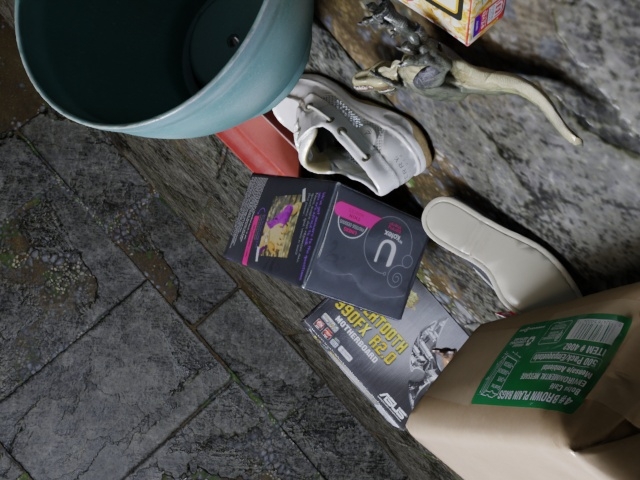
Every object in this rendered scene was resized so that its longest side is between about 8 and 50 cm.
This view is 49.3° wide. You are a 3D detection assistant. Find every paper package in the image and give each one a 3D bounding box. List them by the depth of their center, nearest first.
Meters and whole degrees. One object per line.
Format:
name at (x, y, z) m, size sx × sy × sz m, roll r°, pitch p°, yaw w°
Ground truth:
paper package at (0.284, 0.205, 0.645) m, size 0.309 × 0.168 × 0.325 m, roll 38°, pitch 162°, yaw -4°

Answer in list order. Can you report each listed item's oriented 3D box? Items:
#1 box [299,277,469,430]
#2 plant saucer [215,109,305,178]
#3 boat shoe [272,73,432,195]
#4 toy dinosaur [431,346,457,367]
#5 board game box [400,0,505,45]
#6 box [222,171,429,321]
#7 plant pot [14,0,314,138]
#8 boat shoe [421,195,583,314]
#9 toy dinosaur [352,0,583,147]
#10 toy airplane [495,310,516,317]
box at (0.111, 0.152, 1.104) m, size 0.231 × 0.183 × 0.056 m, roll 49°, pitch 166°, yaw -1°
plant saucer at (-0.107, -0.185, 1.135) m, size 0.258 × 0.048 × 0.259 m, roll 45°, pitch 166°, yaw 11°
boat shoe at (0.008, -0.129, 0.853) m, size 0.277 × 0.096 × 0.098 m, roll 32°, pitch 158°, yaw 48°
toy dinosaur at (0.237, 0.251, 0.928) m, size 0.296 × 0.127 × 0.200 m, roll -158°, pitch 62°, yaw -63°
board game box at (0.068, -0.249, 0.483) m, size 0.147 × 0.045 × 0.193 m, roll 42°, pitch 164°, yaw 23°
box at (0.000, 0.000, 0.986) m, size 0.165 × 0.143 × 0.270 m, roll 21°, pitch 177°, yaw -30°
plant pot at (-0.126, -0.229, 0.705) m, size 0.293 × 0.293 × 0.196 m, roll 42°, pitch -170°, yaw 23°
boat shoe at (0.207, 0.020, 0.772) m, size 0.206 × 0.075 × 0.065 m, roll 40°, pitch -162°, yaw 20°
toy dinosaur at (0.097, -0.149, 0.596) m, size 0.118 × 0.064 × 0.268 m, roll 31°, pitch -178°, yaw -37°
toy airplane at (0.269, 0.102, 0.817) m, size 0.151 × 0.028 × 0.151 m, roll 44°, pitch 150°, yaw 34°
